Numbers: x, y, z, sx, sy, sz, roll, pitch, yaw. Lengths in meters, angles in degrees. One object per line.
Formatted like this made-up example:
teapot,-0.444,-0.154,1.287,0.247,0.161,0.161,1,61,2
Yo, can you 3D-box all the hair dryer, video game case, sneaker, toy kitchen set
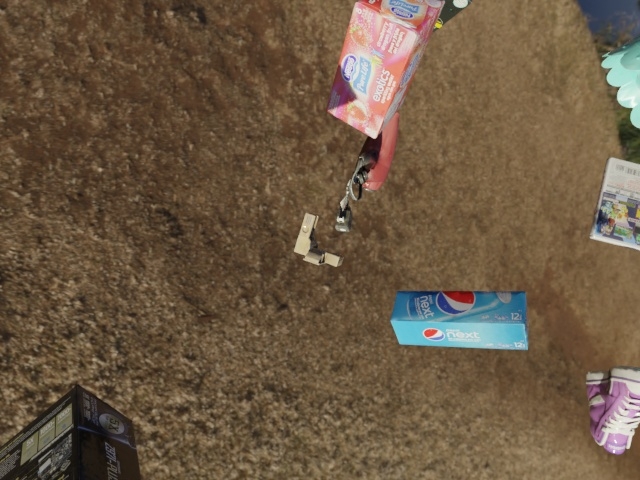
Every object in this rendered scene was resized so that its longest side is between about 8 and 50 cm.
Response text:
hair dryer,0.119,-0.168,1.233,0.223,0.080,0.293,111,1,-63
video game case,0.704,-0.069,1.226,0.023,0.201,0.183,117,-12,-86
sneaker,0.588,0.325,1.067,0.282,0.102,0.161,66,32,-70
toy kitchen set,0.000,0.000,0.986,0.068,0.083,0.075,-10,118,-73

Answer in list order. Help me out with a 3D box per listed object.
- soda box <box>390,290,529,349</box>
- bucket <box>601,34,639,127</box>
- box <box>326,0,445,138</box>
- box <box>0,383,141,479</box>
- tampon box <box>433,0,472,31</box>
soda box,0.228,0.128,0.922,0.071,0.210,0.067,65,32,-41
bucket,0.724,-0.316,1.132,0.281,0.183,0.281,45,26,-29
box,0.113,-0.336,1.044,0.128,0.122,0.257,-54,171,-33
box,-0.246,0.241,0.475,0.180,0.147,0.077,-40,124,-2
tampon box,0.292,-0.621,1.407,0.120,0.161,0.101,25,70,-20
